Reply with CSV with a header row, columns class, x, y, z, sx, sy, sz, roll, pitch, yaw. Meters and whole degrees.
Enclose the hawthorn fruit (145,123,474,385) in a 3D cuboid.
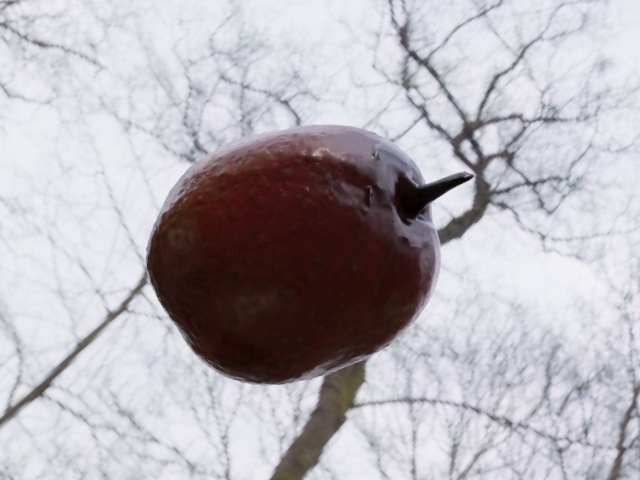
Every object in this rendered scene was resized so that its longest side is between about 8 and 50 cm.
class,x,y,z,sx,sy,sz,roll,pitch,yaw
hawthorn fruit,0.000,0.000,1.243,0.369,0.285,0.285,-19,-71,27
